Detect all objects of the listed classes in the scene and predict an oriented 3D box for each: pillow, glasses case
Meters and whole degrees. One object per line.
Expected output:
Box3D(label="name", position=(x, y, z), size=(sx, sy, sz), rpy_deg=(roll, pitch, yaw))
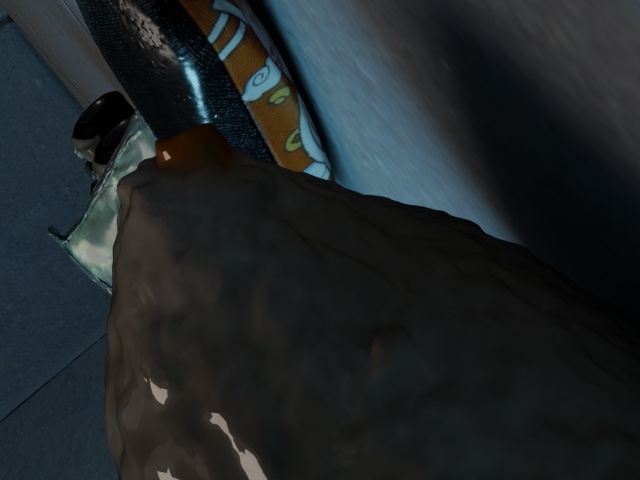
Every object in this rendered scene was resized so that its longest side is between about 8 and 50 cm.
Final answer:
Box3D(label="pillow", position=(-0.168, -0.019, 1.351), size=(0.169, 0.059, 0.255), rpy_deg=(43, 135, 1))
Box3D(label="glasses case", position=(-0.050, -0.067, 0.649), size=(0.103, 0.067, 0.267), rpy_deg=(49, 175, 24))

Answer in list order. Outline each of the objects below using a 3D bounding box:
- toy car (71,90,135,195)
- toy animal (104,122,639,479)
Box3D(label="toy car", position=(-0.198, -0.065, 1.548), size=(0.193, 0.118, 0.301), rpy_deg=(46, 174, -25))
Box3D(label="toy animal", position=(0.056, 0.113, 0.419), size=(0.358, 0.188, 0.226), rpy_deg=(54, 162, -28))
